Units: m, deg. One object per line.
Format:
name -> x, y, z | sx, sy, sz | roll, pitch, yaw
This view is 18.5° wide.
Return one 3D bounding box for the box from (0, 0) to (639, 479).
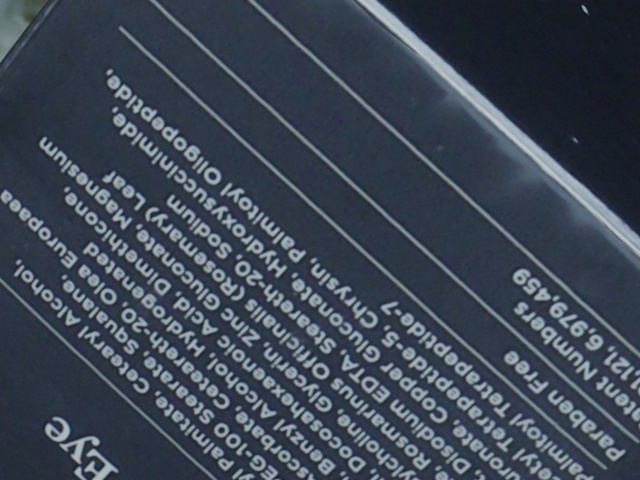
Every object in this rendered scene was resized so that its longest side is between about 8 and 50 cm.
box -> 0.000, 0.000, 0.609 | 0.179, 0.343, 0.312 | 41, 122, -2
